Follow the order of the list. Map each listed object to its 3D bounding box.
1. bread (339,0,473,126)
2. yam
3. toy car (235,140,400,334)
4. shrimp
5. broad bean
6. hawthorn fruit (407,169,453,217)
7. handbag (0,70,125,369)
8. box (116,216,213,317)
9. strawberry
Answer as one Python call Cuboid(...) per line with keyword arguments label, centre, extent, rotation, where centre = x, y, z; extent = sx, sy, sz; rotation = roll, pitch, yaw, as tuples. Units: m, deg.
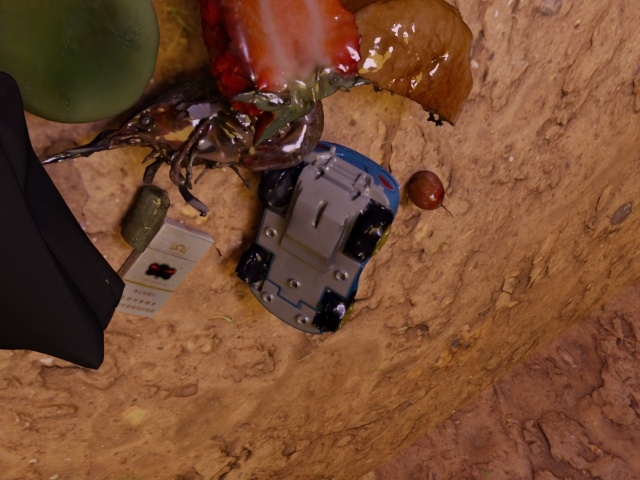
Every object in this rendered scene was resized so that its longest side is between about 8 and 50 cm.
Cuboid(label="bread", centre=(0.113, -0.251, 0.662), extent=(0.260, 0.129, 0.134), rotation=(13, 118, -47))
Cuboid(label="yam", centre=(-0.233, -0.028, 0.681), extent=(0.043, 0.043, 0.094), rotation=(16, 119, -46))
Cuboid(label="toy car", centre=(0.000, 0.000, 0.798), extent=(0.166, 0.198, 0.314), rotation=(-43, 159, -51))
Cuboid(label="shrimp", centre=(-0.146, -0.117, 0.602), extent=(0.342, 0.116, 0.145), rotation=(-18, 125, -24))
Cuboid(label="broad bean", centre=(-0.239, -0.199, 0.465), extent=(0.169, 0.100, 0.228), rotation=(-29, 143, -1))
Cuboid(label="hawthorn fruit", centre=(0.206, -0.079, 0.927), extent=(0.066, 0.103, 0.067), rotation=(-40, 159, -19))
Cuboid(label="handbag", centre=(-0.371, 0.006, 0.487), extent=(0.287, 0.152, 0.342), rotation=(0, 139, 1))
Cuboid(label="box", centre=(-0.242, 0.043, 0.759), extent=(0.167, 0.024, 0.090), rotation=(-49, 140, 15))
Cuboid(label="strawberry", centre=(-0.066, -0.226, 0.509), extent=(0.174, 0.098, 0.228), rotation=(-39, 112, -27))
